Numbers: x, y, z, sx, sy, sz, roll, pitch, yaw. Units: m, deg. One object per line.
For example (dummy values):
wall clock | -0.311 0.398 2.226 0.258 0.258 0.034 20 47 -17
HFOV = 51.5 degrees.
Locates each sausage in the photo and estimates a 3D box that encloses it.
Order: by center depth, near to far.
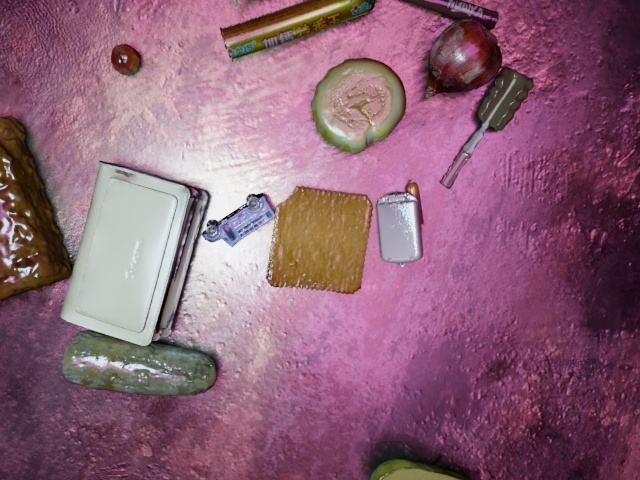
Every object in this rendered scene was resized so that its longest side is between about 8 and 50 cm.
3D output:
sausage | -0.037 -0.492 1.473 0.371 0.082 0.082 -19 95 -1
sausage | 0.217 -0.088 1.530 0.031 0.031 0.107 -9 93 -1

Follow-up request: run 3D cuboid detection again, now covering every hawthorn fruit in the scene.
hawthorn fruit | -0.435 -0.400 1.454 0.066 0.103 0.067 0 94 7

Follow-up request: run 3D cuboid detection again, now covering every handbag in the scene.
handbag | -0.413 0.026 1.462 0.236 0.160 0.359 16 93 3

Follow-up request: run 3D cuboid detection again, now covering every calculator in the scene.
calculator | 0.182 -0.025 1.517 0.100 0.032 0.175 -3 95 25

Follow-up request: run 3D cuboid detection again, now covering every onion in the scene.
onion | 0.300 -0.387 1.455 0.195 0.159 0.159 -40 95 23

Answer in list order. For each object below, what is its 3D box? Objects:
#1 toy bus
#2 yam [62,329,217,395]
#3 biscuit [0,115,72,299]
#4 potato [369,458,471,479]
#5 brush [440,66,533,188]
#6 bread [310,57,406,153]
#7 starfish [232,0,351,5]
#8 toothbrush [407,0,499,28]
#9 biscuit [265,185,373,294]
toy bus | -0.186 -0.040 1.502 0.167 0.073 0.076 -34 105 0
yam | -0.397 0.283 1.500 0.329 0.133 0.133 8 94 -6
biscuit | -0.769 -0.039 1.444 0.342 0.166 0.396 -20 96 2
potato | 0.227 0.578 1.541 0.271 0.111 0.160 18 101 -17
brush | 0.370 -0.249 1.513 0.084 0.071 0.301 35 102 12
bread | 0.082 -0.302 1.473 0.213 0.105 0.214 0 95 2
starfish | -0.048 -0.669 1.452 0.346 0.078 0.358 5 82 10
toothbrush | 0.227 -0.547 1.491 0.363 0.041 0.041 17 94 -2
biscuit | 0.000 0.000 1.515 0.231 0.013 0.237 7 94 -15
